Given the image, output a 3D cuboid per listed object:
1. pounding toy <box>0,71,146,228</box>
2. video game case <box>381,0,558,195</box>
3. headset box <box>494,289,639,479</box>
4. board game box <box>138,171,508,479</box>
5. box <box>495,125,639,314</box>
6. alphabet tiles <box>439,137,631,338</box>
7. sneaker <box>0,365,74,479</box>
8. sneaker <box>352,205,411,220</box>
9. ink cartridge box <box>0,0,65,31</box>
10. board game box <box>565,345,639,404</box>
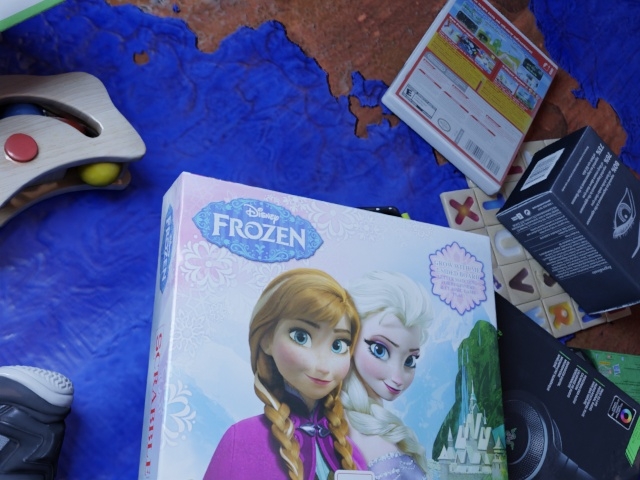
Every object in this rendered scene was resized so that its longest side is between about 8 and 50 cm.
[{"bbox_3d":[-0.286,-0.079,0.652,0.269,0.155,0.154,-11,74,-32],"label":"pounding toy"},{"bbox_3d":[0.225,-0.226,1.066,0.204,0.025,0.285,39,57,-10],"label":"video game case"},{"bbox_3d":[0.205,0.237,0.817,0.283,0.131,0.246,38,67,-12],"label":"headset box"},{"bbox_3d":[0.013,0.125,0.634,0.318,0.066,0.318,10,67,-25],"label":"board game box"},{"bbox_3d":[0.371,-0.026,1.024,0.207,0.108,0.153,46,57,-9],"label":"box"},{"bbox_3d":[0.327,-0.008,1.064,0.342,0.011,0.285,-10,78,-32],"label":"alphabet tiles"},{"bbox_3d":[-0.326,0.180,0.570,0.268,0.101,0.153,3,69,-32],"label":"sneaker"},{"bbox_3d":[0.000,0.000,0.823,0.234,0.097,0.084,-20,83,-33],"label":"sneaker"},{"bbox_3d":[-0.376,-0.231,0.588,0.272,0.115,0.198,23,48,29],"label":"ink cartridge box"},{"bbox_3d":[0.351,0.212,0.987,0.259,0.030,0.136,11,70,-26],"label":"board game box"}]
